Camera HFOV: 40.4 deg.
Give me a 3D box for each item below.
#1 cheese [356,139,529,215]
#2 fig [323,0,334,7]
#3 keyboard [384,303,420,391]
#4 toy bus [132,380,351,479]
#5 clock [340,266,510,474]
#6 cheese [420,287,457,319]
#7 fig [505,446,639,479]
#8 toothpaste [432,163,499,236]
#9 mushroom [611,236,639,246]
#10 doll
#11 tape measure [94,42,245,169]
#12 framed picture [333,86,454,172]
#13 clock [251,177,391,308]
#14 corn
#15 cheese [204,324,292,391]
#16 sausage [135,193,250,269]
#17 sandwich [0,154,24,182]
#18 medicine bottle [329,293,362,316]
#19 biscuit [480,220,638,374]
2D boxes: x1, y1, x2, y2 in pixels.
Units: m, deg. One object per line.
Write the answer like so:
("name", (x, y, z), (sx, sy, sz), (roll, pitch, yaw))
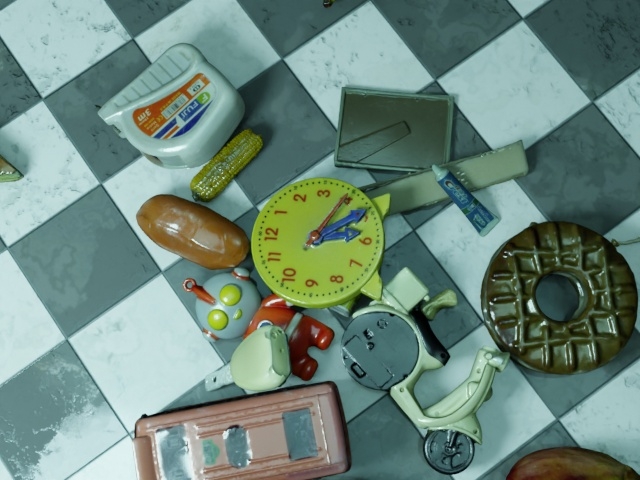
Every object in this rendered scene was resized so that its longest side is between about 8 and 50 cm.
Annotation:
("cheese", (0.259, -0.125, 1.899), (0.400, 0.034, 0.085), (-17, 108, 0))
("fig", (0.073, -0.637, 1.957), (0.235, 0.203, 0.203), (-37, 78, 19))
("keyboard", (0.168, 0.222, 1.852), (0.061, 0.013, 0.204), (10, 79, 3))
("toy bus", (-0.158, 0.406, 1.718), (0.427, 0.233, 0.203), (-11, 79, -1))
("clock", (0.222, 0.263, 1.780), (0.379, 0.120, 0.276), (45, 88, 7))
("cheese", (0.254, 0.138, 1.857), (0.083, 0.030, 0.044), (-34, 74, -1))
("fig", (0.487, 0.510, 1.686), (0.263, 0.224, 0.224), (-10, 78, -3))
("toothpaste", (0.307, -0.092, 1.874), (0.057, 0.035, 0.197), (-46, 104, -5))
("mushroom", (0.747, -0.016, 1.874), (0.286, 0.028, 0.025), (-11, 113, -6))
("doll", (-0.141, 0.164, 1.828), (0.336, 0.105, 0.199), (29, 96, 7))
("tape measure", (-0.317, -0.283, 1.908), (0.258, 0.130, 0.265), (-42, 70, -4))
("framed picture", (0.165, -0.246, 1.943), (0.260, 0.023, 0.189), (4, 79, 3))
("clock", (-0.002, -0.001, 1.790), (0.294, 0.071, 0.277), (-3, 71, 9))
("corn", (-0.209, -0.165, 1.919), (0.068, 0.068, 0.207), (42, 84, 9))
("cheese", (-0.158, 0.262, 1.773), (0.251, 0.054, 0.127), (-29, 59, 39))
("sausage", (-0.272, -0.019, 1.863), (0.258, 0.133, 0.133), (25, 81, 7))
("sandwich", (-0.786, -0.167, 1.929), (0.258, 0.094, 0.096), (-3, 80, 3))
("medicine bottle", (0.048, 0.051, 1.854), (0.132, 0.088, 0.188), (26, 81, 12))
("biscuit", (0.496, 0.122, 1.816), (0.332, 0.103, 0.332), (0, 77, 2))
